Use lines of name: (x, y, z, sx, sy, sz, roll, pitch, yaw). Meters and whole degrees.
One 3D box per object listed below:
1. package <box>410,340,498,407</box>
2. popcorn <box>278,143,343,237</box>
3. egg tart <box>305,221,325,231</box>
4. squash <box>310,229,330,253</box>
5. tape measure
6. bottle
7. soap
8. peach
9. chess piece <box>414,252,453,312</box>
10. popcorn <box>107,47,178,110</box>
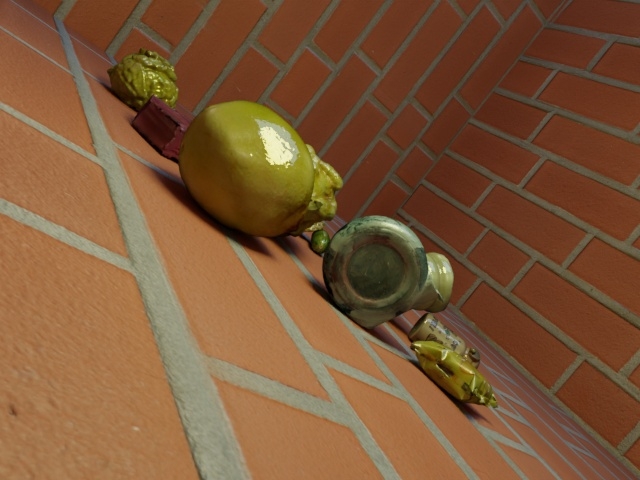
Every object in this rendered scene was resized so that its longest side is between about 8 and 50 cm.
package: (0.328, 0.324, 1.399, 0.226, 0.090, 0.168, 40, 5, 36)
popcorn: (-0.084, -0.149, 1.633, 0.335, 0.275, 0.278, 129, -51, -72)
egg tart: (-0.043, -0.062, 1.998, 0.131, 0.052, 0.130, -1, 17, 0)
squash: (0.000, 0.000, 1.978, 0.069, 0.069, 0.239, 37, 7, -5)
tape measure: (0.137, 0.075, 1.409, 0.274, 0.256, 0.147, 64, 5, -3)
bottle: (0.368, 0.305, 1.661, 0.209, 0.110, 0.097, 38, 38, 2)
soap: (-0.448, -0.333, 1.687, 0.289, 0.112, 0.182, 42, 8, 33)
peach: (-0.165, -0.165, 1.340, 0.315, 0.281, 0.314, 52, 7, 28)
chess piece: (0.200, 0.111, 1.643, 0.331, 0.182, 0.182, 6, 21, -25)
popcorn: (-0.602, -0.548, 1.973, 0.259, 0.212, 0.259, 45, 6, -6)
